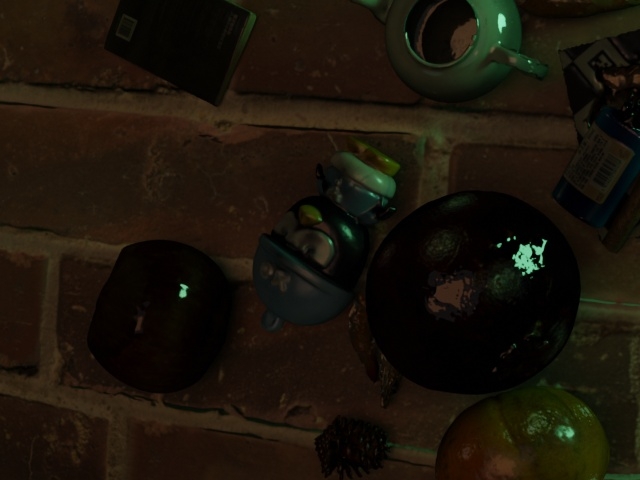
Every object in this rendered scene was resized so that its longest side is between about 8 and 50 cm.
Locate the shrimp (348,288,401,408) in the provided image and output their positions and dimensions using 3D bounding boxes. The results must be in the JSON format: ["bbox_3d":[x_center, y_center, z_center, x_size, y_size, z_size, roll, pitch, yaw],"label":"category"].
[{"bbox_3d":[0.087,0.158,1.682,0.042,0.101,0.190,15,113,62],"label":"shrimp"}]

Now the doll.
[{"bbox_3d":[0.000,0.000,1.672,0.177,0.141,0.314,35,98,37],"label":"doll"}]

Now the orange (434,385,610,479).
[{"bbox_3d":[0.269,0.292,1.536,0.240,0.240,0.171,-29,66,20],"label":"orange"}]

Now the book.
[{"bbox_3d":[-0.227,-0.332,1.802,0.228,0.024,0.160,28,103,17],"label":"book"}]

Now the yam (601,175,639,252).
[{"bbox_3d":[0.425,-0.046,1.535,0.032,0.032,0.145,33,123,16],"label":"yam"}]

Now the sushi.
[{"bbox_3d":[0.489,-0.153,1.509,0.292,0.059,0.294,-8,101,36],"label":"sushi"}]

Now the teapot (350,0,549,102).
[{"bbox_3d":[0.183,-0.290,1.591,0.294,0.129,0.193,26,103,18],"label":"teapot"}]

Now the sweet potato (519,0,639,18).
[{"bbox_3d":[0.376,-0.339,1.555,0.206,0.060,0.068,1,85,13],"label":"sweet potato"}]

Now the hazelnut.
[{"bbox_3d":[-0.242,0.121,1.737,0.218,0.218,0.233,29,102,17],"label":"hazelnut"}]

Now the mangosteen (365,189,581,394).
[{"bbox_3d":[0.201,0.059,1.526,0.297,0.297,0.293,-24,54,20],"label":"mangosteen"}]

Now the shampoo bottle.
[{"bbox_3d":[0.388,-0.111,1.523,0.087,0.050,0.183,39,124,21],"label":"shampoo bottle"}]

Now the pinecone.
[{"bbox_3d":[0.047,0.307,1.694,0.109,0.102,0.102,-15,87,2],"label":"pinecone"}]
